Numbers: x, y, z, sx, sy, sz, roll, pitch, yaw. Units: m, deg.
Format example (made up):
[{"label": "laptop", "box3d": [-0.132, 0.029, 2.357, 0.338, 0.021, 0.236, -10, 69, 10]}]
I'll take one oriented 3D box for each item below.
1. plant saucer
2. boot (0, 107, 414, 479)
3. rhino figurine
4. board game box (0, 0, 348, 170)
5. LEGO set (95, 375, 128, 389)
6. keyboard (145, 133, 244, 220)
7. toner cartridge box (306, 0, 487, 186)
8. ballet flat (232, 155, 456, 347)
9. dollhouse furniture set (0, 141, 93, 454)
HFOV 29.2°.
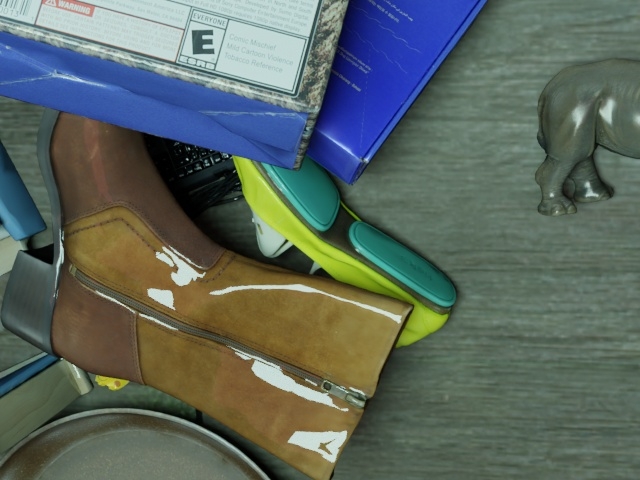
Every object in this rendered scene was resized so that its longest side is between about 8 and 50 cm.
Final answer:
[{"label": "plant saucer", "box3d": [-0.148, 0.285, 1.036, 0.311, 0.050, 0.310, 2, 100, 13]}, {"label": "boot", "box3d": [-0.071, 0.007, 0.861, 0.280, 0.096, 0.264, 22, 100, 12]}, {"label": "rhino figurine", "box3d": [0.270, -0.086, 0.872, 0.243, 0.073, 0.106, -7, 101, 12]}, {"label": "board game box", "box3d": [-0.083, -0.222, 0.773, 0.232, 0.141, 0.291, 15, 78, -3]}, {"label": "LEGO set", "box3d": [-0.125, 0.077, 0.976, 0.227, 0.087, 0.093, 22, 103, 9]}, {"label": "keyboard", "box3d": [-0.088, -0.071, 0.969, 0.192, 0.038, 0.100, -22, 94, 16]}, {"label": "toner cartridge box", "box3d": [-0.066, -0.209, 0.884, 0.348, 0.075, 0.165, 36, 77, 2]}, {"label": "ballet flat", "box3d": [0.000, 0.000, 0.934, 0.231, 0.077, 0.077, 41, 120, -10]}, {"label": "dollhouse furniture set", "box3d": [-0.378, 0.054, 0.969, 0.286, 0.198, 0.303, -25, 93, 15]}]
